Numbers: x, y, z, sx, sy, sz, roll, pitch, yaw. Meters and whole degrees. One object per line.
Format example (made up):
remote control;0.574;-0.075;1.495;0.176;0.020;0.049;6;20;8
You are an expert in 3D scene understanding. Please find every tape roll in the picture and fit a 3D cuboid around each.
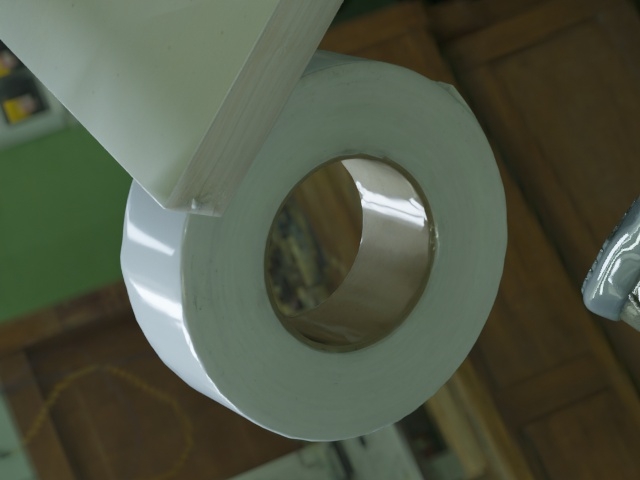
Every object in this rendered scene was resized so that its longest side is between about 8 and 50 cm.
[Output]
tape roll;0.000;0.000;1.275;0.100;0.286;0.286;20;131;57

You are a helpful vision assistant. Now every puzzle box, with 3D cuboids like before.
puzzle box;-0.053;-0.254;0.991;0.272;0.052;0.409;45;113;35

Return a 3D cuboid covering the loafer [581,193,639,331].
loafer;0.176;-0.020;0.672;0.087;0.094;0.251;34;161;10
